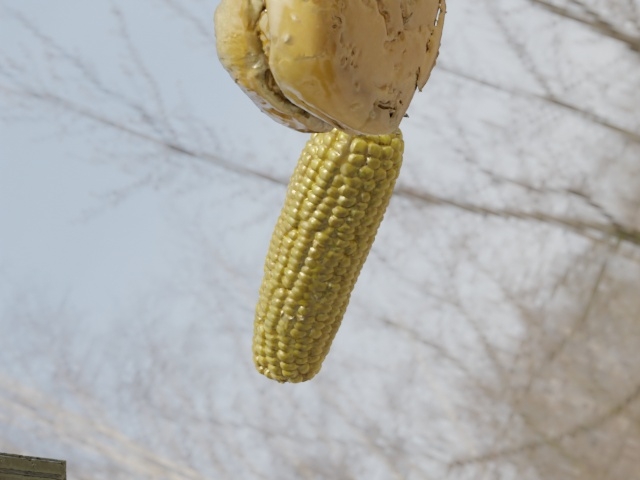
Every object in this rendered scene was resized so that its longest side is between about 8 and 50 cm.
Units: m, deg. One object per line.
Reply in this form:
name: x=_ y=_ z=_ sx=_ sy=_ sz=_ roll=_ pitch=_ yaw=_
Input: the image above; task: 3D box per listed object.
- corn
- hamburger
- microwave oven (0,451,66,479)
corn: x=0.000 y=0.000 z=1.689 sx=0.101 sy=0.101 sz=0.310 roll=-35 pitch=-30 yaw=-61
hamburger: x=0.009 y=-0.179 z=1.191 sx=0.213 sy=0.108 sz=0.214 roll=-19 pitch=-67 yaw=-56
microwave oven: x=-0.305 y=0.296 z=1.535 sx=0.163 sy=0.129 sz=0.205 roll=14 pitch=-114 yaw=-51
